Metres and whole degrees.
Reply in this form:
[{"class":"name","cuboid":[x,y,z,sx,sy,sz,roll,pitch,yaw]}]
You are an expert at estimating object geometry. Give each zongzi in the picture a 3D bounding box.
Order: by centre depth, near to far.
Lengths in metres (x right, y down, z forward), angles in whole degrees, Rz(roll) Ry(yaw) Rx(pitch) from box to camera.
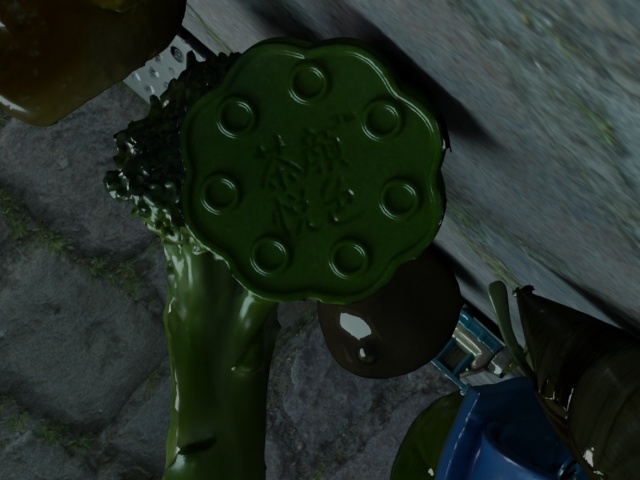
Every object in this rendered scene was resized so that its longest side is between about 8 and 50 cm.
[{"class":"zongzi","cuboid":[0.256,0.150,1.218,0.221,0.112,0.242,43,-175,-27]}]

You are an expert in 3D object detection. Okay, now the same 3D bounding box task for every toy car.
[{"class":"toy car","cuboid":[0.189,0.147,2.050,0.126,0.098,0.161,43,176,14]}]

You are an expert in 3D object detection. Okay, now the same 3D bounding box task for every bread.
[{"class":"bread","cuboid":[-0.208,-0.218,1.267,0.195,0.176,0.246,53,-171,-12]}]

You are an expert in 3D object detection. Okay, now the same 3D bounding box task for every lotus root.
[{"class":"lotus root","cuboid":[0.007,-0.061,1.074,0.186,0.186,0.186,42,177,3]}]

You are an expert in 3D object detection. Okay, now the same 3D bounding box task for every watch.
[{"class":"watch","cuboid":[0.293,0.301,1.721,0.305,0.241,0.274,10,-169,-23]}]

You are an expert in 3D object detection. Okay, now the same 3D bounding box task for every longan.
[{"class":"longan","cuboid":[0.077,0.073,1.786,0.189,0.189,0.189,42,177,3]}]

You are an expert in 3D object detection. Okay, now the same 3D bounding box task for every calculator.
[{"class":"calculator","cuboid":[-0.190,-0.210,1.881,0.262,0.021,0.161,41,147,10]}]

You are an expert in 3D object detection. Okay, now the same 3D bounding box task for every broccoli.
[{"class":"broccoli","cuboid":[-0.069,0.036,1.268,0.275,0.397,0.353,9,153,34]}]

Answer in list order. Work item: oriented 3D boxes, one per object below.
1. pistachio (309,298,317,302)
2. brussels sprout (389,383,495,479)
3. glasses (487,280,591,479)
[{"class":"pistachio","cuboid":[0.000,0.000,1.977,0.153,0.137,0.238,25,167,38]},{"class":"brussels sprout","cuboid":[0.286,0.376,2.355,0.355,0.289,0.281,30,-170,4]},{"class":"glasses","cuboid":[0.243,0.128,1.499,0.239,0.102,0.206,48,-159,-73]}]
